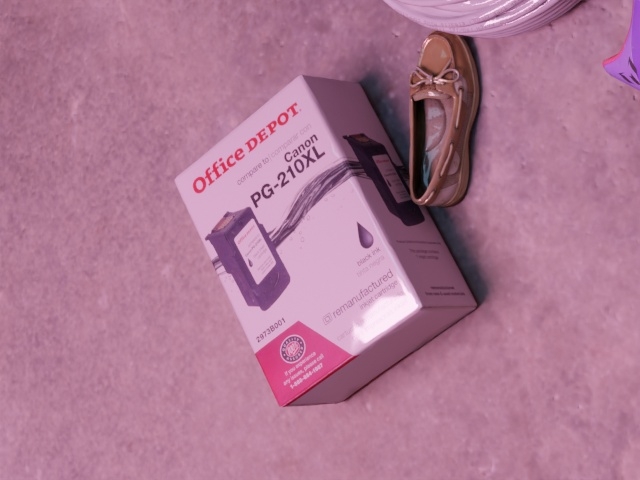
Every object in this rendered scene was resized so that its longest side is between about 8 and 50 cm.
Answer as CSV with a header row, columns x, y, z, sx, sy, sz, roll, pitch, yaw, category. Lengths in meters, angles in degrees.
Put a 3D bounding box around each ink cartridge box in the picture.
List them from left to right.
x,y,z,sx,sy,sz,roll,pitch,yaw,category
0.000,0.000,1.563,0.172,0.100,0.237,-37,68,28,ink cartridge box

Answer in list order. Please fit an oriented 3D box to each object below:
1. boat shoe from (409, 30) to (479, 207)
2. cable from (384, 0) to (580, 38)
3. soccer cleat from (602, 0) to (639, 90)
x,y,z,sx,sy,sz,roll,pitch,yaw,category
0.098,-0.105,1.529,0.056,0.048,0.153,6,92,35,boat shoe
0.139,-0.297,1.484,0.257,0.089,0.257,-46,63,26,cable
0.290,-0.263,1.367,0.116,0.108,0.318,14,99,39,soccer cleat
